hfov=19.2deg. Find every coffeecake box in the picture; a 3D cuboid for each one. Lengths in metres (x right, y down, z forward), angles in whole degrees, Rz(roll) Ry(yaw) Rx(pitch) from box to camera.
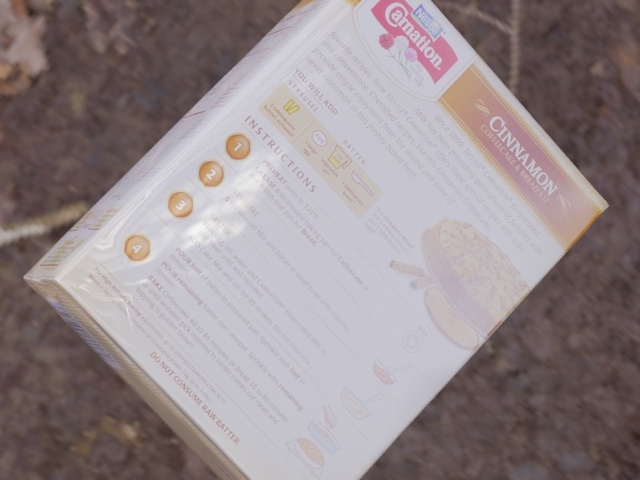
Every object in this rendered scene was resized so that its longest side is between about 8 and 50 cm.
[{"bbox_3d":[0.000,0.000,0.760,0.185,0.142,0.068,-46,14,-14],"label":"coffeecake box"}]
